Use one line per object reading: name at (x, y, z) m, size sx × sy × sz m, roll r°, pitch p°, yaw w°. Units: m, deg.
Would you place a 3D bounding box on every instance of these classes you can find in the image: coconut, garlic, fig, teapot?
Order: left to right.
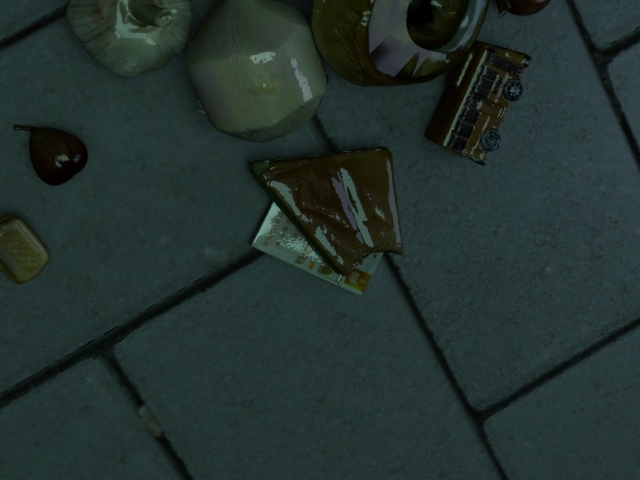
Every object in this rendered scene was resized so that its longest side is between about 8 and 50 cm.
fig at (-0.430, -0.151, 1.891) m, size 0.089 × 0.089 × 0.125 m, roll -42°, pitch 90°, yaw -1°
garlic at (-0.276, -0.336, 1.802) m, size 0.199 × 0.226 × 0.199 m, roll -6°, pitch 107°, yaw -19°
coconut at (-0.103, -0.282, 1.874) m, size 0.224 × 0.224 × 0.234 m, roll -33°, pitch 110°, yaw -5°
teapot at (0.352, -0.435, 2.003) m, size 0.173 × 0.116 × 0.116 m, roll -43°, pitch 110°, yaw -2°

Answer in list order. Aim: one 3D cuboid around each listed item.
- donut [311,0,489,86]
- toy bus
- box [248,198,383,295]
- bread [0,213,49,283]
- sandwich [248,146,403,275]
donut at (0.144, -0.379, 1.871) m, size 0.330 × 0.160 × 0.330 m, roll -23°, pitch 123°, yaw -41°
toy bus at (0.266, -0.243, 2.036) m, size 0.114 × 0.098 × 0.201 m, roll 20°, pitch 99°, yaw -19°
box at (0.000, 0.000, 2.059) m, size 0.220 × 0.032 × 0.122 m, roll 25°, pitch 94°, yaw -19°
bread at (-0.494, 0.012, 1.920) m, size 0.082 × 0.056 × 0.115 m, roll -50°, pitch 127°, yaw -19°
sandwich at (0.015, -0.043, 2.003) m, size 0.245 × 0.063 × 0.212 m, roll -8°, pitch 93°, yaw -19°
